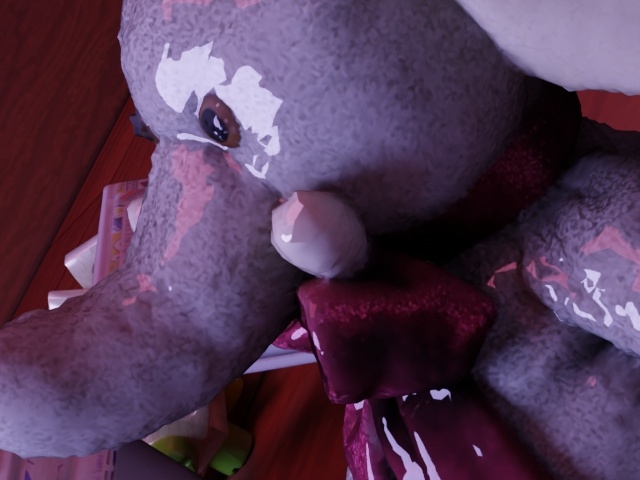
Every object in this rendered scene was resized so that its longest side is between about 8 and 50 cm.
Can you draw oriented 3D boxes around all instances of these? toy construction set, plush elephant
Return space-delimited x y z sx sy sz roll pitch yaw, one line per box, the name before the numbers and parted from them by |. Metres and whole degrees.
toy construction set | -0.081 0.046 0.988 0.215 0.151 0.328 -54 4 16
plush elephant | 0.030 0.010 0.439 0.330 0.255 0.272 -61 15 -10

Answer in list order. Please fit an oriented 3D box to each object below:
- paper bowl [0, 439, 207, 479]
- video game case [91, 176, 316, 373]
paper bowl | -0.121 0.193 0.681 0.284 0.148 0.284 -172 90 -81
video game case | 0.000 0.000 0.736 0.227 0.206 0.026 -106 8 -71
